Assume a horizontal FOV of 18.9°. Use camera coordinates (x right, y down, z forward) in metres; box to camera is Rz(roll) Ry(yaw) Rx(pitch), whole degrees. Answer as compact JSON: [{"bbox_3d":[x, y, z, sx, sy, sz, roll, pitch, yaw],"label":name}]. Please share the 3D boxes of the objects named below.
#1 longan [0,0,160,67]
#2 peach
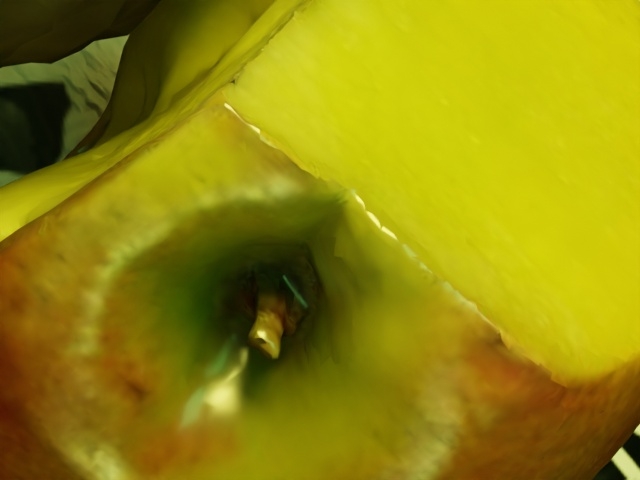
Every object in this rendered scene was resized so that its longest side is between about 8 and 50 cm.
[{"bbox_3d":[-0.151,-0.248,0.745,0.391,0.391,0.391,16,63,-34],"label":"longan"},{"bbox_3d":[0.000,0.000,0.802,0.242,0.306,0.380,46,31,-15],"label":"peach"}]
